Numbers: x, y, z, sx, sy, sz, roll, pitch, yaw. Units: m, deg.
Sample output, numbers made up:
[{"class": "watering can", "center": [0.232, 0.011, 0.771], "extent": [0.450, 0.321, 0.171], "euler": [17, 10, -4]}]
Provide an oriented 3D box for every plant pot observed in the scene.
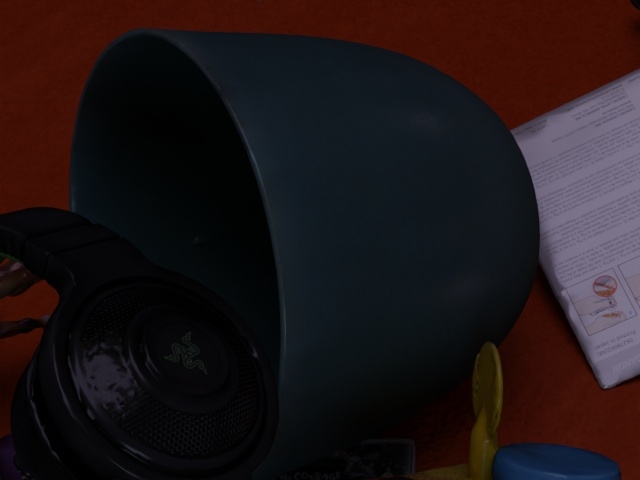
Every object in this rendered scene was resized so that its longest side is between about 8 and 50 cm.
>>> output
[{"class": "plant pot", "center": [0.000, 0.000, 0.876], "extent": [0.235, 0.293, 0.293], "euler": [-9, 39, -31]}]

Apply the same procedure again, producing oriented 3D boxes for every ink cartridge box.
[{"class": "ink cartridge box", "center": [0.246, -0.015, 0.989], "extent": [0.181, 0.056, 0.224], "euler": [-25, 64, 6]}]

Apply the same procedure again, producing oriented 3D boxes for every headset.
[{"class": "headset", "center": [-0.118, 0.143, 0.684], "extent": [0.394, 0.243, 0.185], "euler": [31, 31, 32]}]

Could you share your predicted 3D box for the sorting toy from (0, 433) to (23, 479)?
[{"class": "sorting toy", "center": [-0.334, 0.136, 0.940], "extent": [0.366, 0.127, 0.126], "euler": [5, 16, 11]}]

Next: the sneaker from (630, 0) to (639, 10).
[{"class": "sneaker", "center": [0.311, -0.196, 1.159], "extent": [0.098, 0.083, 0.224], "euler": [2, 25, 27]}]

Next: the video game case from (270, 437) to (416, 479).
[{"class": "video game case", "center": [-0.036, 0.201, 0.851], "extent": [0.190, 0.022, 0.173], "euler": [-2, 44, 9]}]

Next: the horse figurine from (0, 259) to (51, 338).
[{"class": "horse figurine", "center": [-0.308, 0.055, 0.953], "extent": [0.263, 0.174, 0.066], "euler": [-6, 86, 2]}]

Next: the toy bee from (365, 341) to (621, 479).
[{"class": "toy bee", "center": [0.112, 0.173, 0.781], "extent": [0.162, 0.298, 0.195], "euler": [11, 78, 58]}]
